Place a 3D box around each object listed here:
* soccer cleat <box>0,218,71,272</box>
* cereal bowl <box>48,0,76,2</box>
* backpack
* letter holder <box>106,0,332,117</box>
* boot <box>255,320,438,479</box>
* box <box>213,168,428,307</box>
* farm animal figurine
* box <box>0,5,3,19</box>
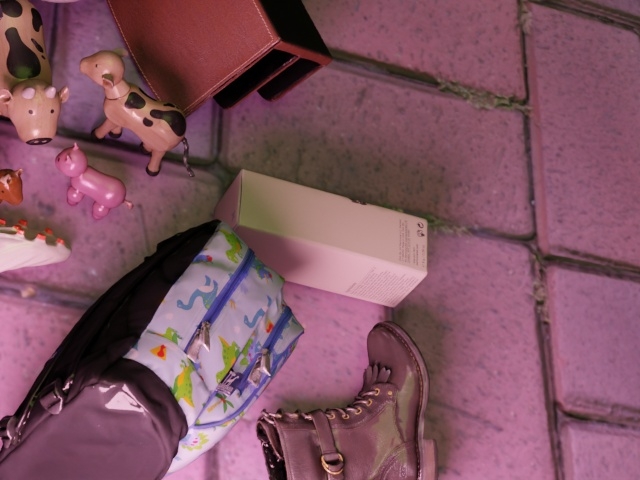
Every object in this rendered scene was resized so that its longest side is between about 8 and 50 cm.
[{"bbox_3d":[-0.398,0.015,1.830,0.196,0.076,0.068,7,18,-40],"label":"soccer cleat"},{"bbox_3d":[-0.422,-0.441,1.979,0.339,0.141,0.339,48,14,-16],"label":"cereal bowl"},{"bbox_3d":[-0.179,0.137,1.749,0.273,0.290,0.355,32,45,-17],"label":"backpack"},{"bbox_3d":[-0.162,-0.328,2.111,0.152,0.214,0.302,7,52,-61],"label":"letter holder"},{"bbox_3d":[0.026,0.223,1.896,0.229,0.091,0.263,2,63,-27],"label":"boot"},{"bbox_3d":[0.000,0.000,2.004,0.275,0.113,0.094,16,55,-19],"label":"box"},{"bbox_3d":[-0.351,-0.183,1.894,0.330,0.172,0.326,-22,74,-35],"label":"farm animal figurine"},{"bbox_3d":[-0.524,-0.353,1.825,0.143,0.165,0.270,-27,38,-26],"label":"box"}]
